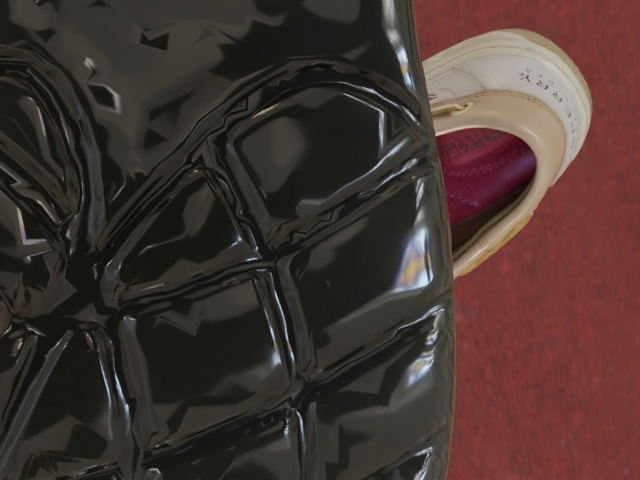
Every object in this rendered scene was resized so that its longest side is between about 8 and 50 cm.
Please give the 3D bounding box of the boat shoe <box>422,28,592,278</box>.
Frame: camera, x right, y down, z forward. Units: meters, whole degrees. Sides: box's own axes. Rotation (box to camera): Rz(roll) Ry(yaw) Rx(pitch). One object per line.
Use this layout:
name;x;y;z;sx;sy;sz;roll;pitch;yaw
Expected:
boat shoe;0.000;0.000;0.539;0.170;0.059;0.063;-35;103;25

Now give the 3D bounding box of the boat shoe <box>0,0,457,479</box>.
boat shoe;-0.040;-0.012;0.385;0.123;0.120;0.324;12;75;-12
